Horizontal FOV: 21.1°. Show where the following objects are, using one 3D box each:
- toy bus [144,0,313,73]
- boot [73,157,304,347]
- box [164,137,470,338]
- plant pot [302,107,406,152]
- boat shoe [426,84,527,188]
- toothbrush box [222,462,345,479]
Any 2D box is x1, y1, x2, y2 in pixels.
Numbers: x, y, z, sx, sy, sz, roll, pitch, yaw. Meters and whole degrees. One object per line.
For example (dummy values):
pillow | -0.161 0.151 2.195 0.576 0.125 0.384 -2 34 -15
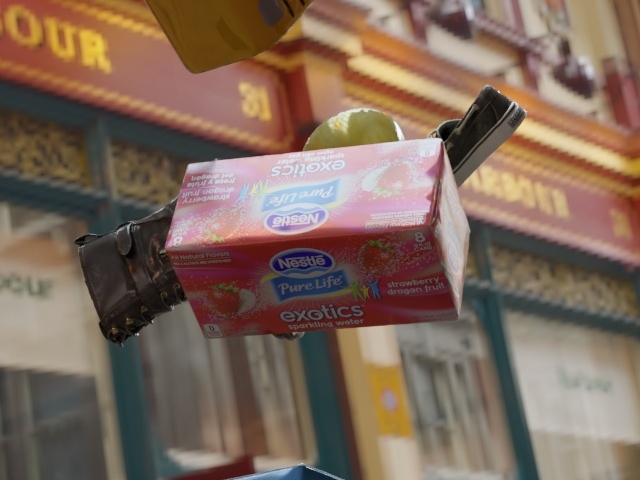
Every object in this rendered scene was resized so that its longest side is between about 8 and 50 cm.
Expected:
toy bus | -0.130 -0.311 1.391 0.108 0.333 0.130 -11 30 39
boot | -0.153 0.055 1.981 0.229 0.263 0.091 -35 -27 13
box | 0.000 0.000 1.601 0.256 0.123 0.128 -5 -46 17
plant pot | 0.054 -0.074 2.016 0.134 0.095 0.134 -10 -55 -15
boat shoe | 0.170 -0.118 2.120 0.219 0.070 0.078 -47 5 47
toothbrush box | -0.055 0.318 1.142 0.126 0.296 0.216 27 -31 -33
